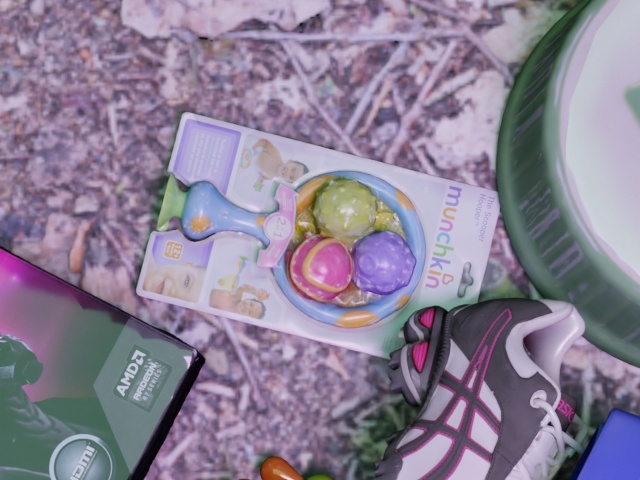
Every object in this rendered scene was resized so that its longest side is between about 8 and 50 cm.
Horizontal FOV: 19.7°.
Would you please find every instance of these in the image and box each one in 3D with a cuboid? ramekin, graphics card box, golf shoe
[{"bbox_3d":[0.278,-0.060,1.253,0.303,0.148,0.303,0,82,-1],"label":"ramekin"},{"bbox_3d":[-0.292,0.095,1.263,0.371,0.094,0.233,28,83,3],"label":"graphics card box"},{"bbox_3d":[0.105,0.138,1.174,0.120,0.105,0.273,-17,42,23],"label":"golf shoe"}]

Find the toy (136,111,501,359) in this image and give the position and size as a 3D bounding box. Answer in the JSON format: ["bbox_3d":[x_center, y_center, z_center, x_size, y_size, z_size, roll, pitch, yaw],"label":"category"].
[{"bbox_3d":[0.000,0.000,1.294,0.237,0.056,0.137,14,84,2],"label":"toy"}]

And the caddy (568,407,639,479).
[{"bbox_3d":[0.198,0.270,1.165,0.179,0.241,0.341,27,83,8],"label":"caddy"}]

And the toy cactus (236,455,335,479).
[{"bbox_3d":[-0.003,0.224,1.209,0.219,0.180,0.112,26,103,9],"label":"toy cactus"}]
